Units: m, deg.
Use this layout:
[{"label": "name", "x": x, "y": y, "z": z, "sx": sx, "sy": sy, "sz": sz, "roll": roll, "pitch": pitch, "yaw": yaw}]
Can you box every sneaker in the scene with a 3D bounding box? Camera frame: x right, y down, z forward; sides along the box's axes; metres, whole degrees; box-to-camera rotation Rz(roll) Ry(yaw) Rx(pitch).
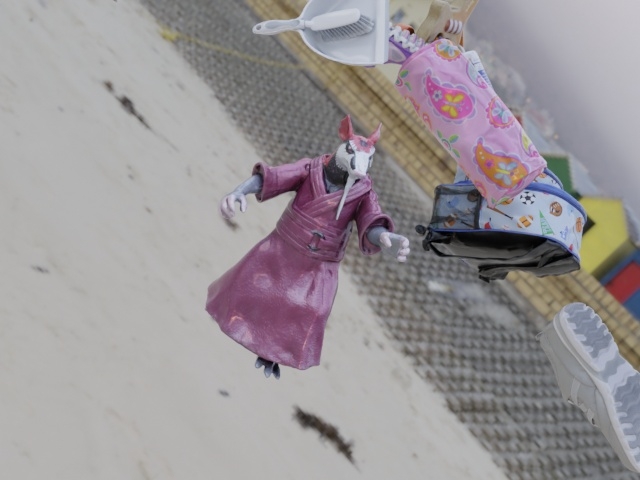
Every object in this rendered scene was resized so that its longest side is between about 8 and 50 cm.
[{"label": "sneaker", "x": 0.129, "y": -0.397, "z": 1.990, "sx": 0.236, "sy": 0.105, "sz": 0.095, "roll": 29, "pitch": 23, "yaw": 4}, {"label": "sneaker", "x": 0.446, "y": 0.240, "z": 1.533, "sx": 0.105, "sy": 0.115, "sz": 0.281, "roll": -14, "pitch": 71, "yaw": -32}]

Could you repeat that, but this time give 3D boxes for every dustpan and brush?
[{"label": "dustpan and brush", "x": -0.002, "y": -0.336, "z": 1.501, "sx": 0.060, "sy": 0.211, "sz": 0.147, "roll": 26, "pitch": 62, "yaw": -61}]

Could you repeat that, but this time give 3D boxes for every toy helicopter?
[{"label": "toy helicopter", "x": 0.307, "y": -0.485, "z": 2.173, "sx": 0.140, "sy": 0.355, "sz": 0.235, "roll": 27, "pitch": -9, "yaw": 31}]

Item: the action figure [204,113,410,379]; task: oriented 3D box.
[{"label": "action figure", "x": 0.000, "y": 0.000, "z": 1.338, "sx": 0.248, "sy": 0.370, "sz": 0.275, "roll": 31, "pitch": 14, "yaw": 9}]

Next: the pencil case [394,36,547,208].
[{"label": "pencil case", "x": 0.238, "y": -0.192, "z": 1.552, "sx": 0.284, "sy": 0.124, "sz": 0.124, "roll": 52, "pitch": 9, "yaw": 9}]

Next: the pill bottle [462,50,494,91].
[{"label": "pill bottle", "x": 0.259, "y": -0.227, "z": 1.690, "sx": 0.187, "sy": 0.112, "sz": 0.112, "roll": 64, "pitch": 8, "yaw": -2}]

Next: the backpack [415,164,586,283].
[{"label": "backpack", "x": 0.363, "y": -0.032, "z": 1.811, "sx": 0.263, "sy": 0.213, "sz": 0.276, "roll": 9, "pitch": -10, "yaw": 39}]
